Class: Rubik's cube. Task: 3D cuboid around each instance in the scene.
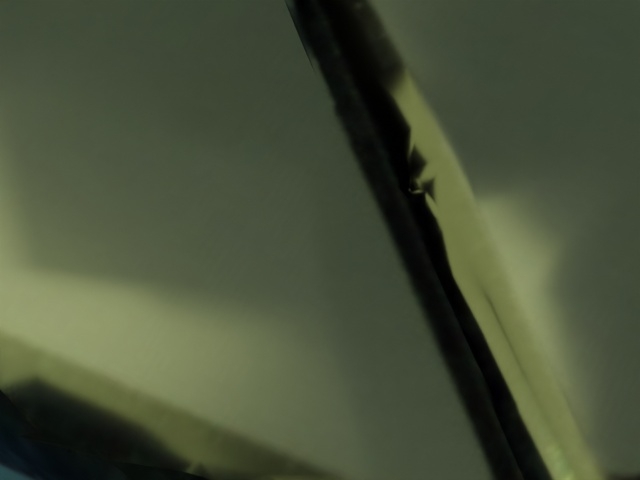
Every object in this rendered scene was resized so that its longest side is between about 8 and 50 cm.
[{"bbox_3d":[-0.002,-0.003,0.510,0.310,0.305,0.307,22,63,19],"label":"Rubik's cube"}]
